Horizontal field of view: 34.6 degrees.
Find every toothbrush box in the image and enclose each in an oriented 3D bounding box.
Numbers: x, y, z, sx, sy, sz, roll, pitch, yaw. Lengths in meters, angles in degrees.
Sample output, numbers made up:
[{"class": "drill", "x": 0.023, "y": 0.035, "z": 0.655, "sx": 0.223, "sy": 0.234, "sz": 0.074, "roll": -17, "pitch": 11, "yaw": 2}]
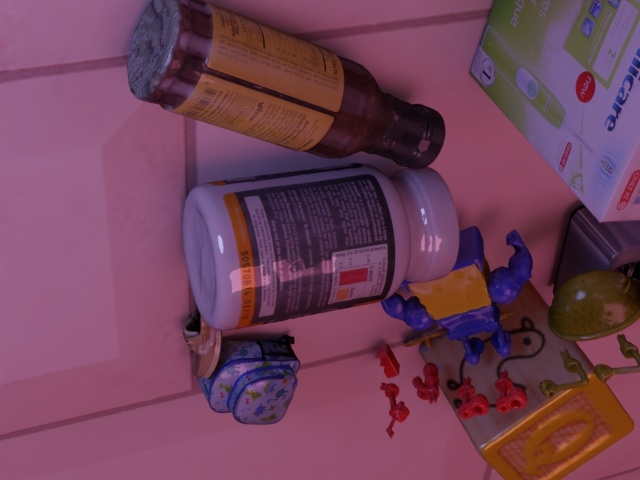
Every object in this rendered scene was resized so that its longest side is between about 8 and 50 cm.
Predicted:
[{"class": "toothbrush box", "x": 0.288, "y": -0.183, "z": 1.028, "sx": 0.122, "sy": 0.283, "sz": 0.206, "roll": -4, "pitch": 131, "yaw": -24}]

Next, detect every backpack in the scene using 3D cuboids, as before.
[{"class": "backpack", "x": -0.089, "y": 0.177, "z": 1.297, "sx": 0.114, "sy": 0.084, "sz": 0.105, "roll": 5, "pitch": 124, "yaw": -27}]

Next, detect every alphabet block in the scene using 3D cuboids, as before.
[{"class": "alphabet block", "x": 0.285, "y": 0.205, "z": 1.429, "sx": 0.192, "sy": 0.197, "sz": 0.193, "roll": -38, "pitch": 135, "yaw": 8}]

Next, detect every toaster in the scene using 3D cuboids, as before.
[{"class": "toaster", "x": 0.422, "y": 0.018, "z": 1.395, "sx": 0.168, "sy": 0.110, "sz": 0.186, "roll": -13, "pitch": 133, "yaw": -17}]

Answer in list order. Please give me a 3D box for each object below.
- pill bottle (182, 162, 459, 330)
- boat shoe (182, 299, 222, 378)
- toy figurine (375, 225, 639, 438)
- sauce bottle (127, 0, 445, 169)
[{"class": "pill bottle", "x": 0.000, "y": 0.000, "z": 1.131, "sx": 0.278, "sy": 0.162, "sz": 0.162, "roll": -8, "pitch": 132, "yaw": -20}, {"class": "boat shoe", "x": -0.143, "y": 0.107, "z": 1.236, "sx": 0.045, "sy": 0.050, "sz": 0.135, "roll": 1, "pitch": 118, "yaw": -23}, {"class": "toy figurine", "x": 0.193, "y": 0.072, "z": 1.261, "sx": 0.362, "sy": 0.191, "sz": 0.217, "roll": -18, "pitch": 118, "yaw": 24}, {"class": "sauce bottle", "x": -0.021, "y": -0.143, "z": 1.030, "sx": 0.344, "sy": 0.111, "sz": 0.111, "roll": 16, "pitch": 120, "yaw": -36}]
